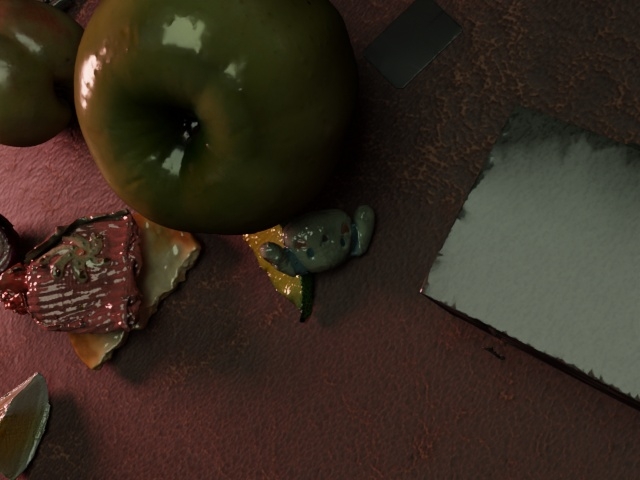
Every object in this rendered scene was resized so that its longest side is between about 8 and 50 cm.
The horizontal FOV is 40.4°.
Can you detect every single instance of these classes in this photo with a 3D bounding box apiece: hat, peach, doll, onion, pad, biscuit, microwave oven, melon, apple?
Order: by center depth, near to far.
[{"bbox_3d":[0.421,0.044,1.233,0.432,0.236,0.375,26,86,23],"label":"microwave oven"},{"bbox_3d":[-0.154,-0.242,1.384,0.473,0.473,0.474,-5,76,19],"label":"apple"},{"bbox_3d":[0.000,0.000,1.464,0.214,0.071,0.104,-19,104,-18],"label":"doll"},{"bbox_3d":[-0.076,0.022,1.522,0.114,0.053,0.262,-32,68,18],"label":"melon"},{"bbox_3d":[0.162,-0.355,1.550,0.157,0.003,0.112,-43,67,6],"label":"pad"},{"bbox_3d":[-0.460,0.068,1.573,0.286,0.107,0.237,-11,63,12],"label":"hat"},{"bbox_3d":[-0.589,0.334,1.612,0.139,0.093,0.203,9,76,30],"label":"melon"},{"bbox_3d":[-0.371,0.071,1.621,0.204,0.040,0.309,42,93,23],"label":"biscuit"},{"bbox_3d":[-0.586,-0.329,1.683,0.292,0.247,0.292,-1,85,13],"label":"peach"},{"bbox_3d":[-0.685,0.021,1.692,0.198,0.135,0.173,-42,102,0],"label":"onion"}]

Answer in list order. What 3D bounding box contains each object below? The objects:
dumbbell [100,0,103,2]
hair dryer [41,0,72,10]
[{"bbox_3d":[-0.309,-0.441,1.686,0.302,0.121,0.108,39,121,23],"label":"dumbbell"},{"bbox_3d":[-0.698,-0.490,1.863,0.361,0.121,0.301,-8,66,9],"label":"hair dryer"}]
